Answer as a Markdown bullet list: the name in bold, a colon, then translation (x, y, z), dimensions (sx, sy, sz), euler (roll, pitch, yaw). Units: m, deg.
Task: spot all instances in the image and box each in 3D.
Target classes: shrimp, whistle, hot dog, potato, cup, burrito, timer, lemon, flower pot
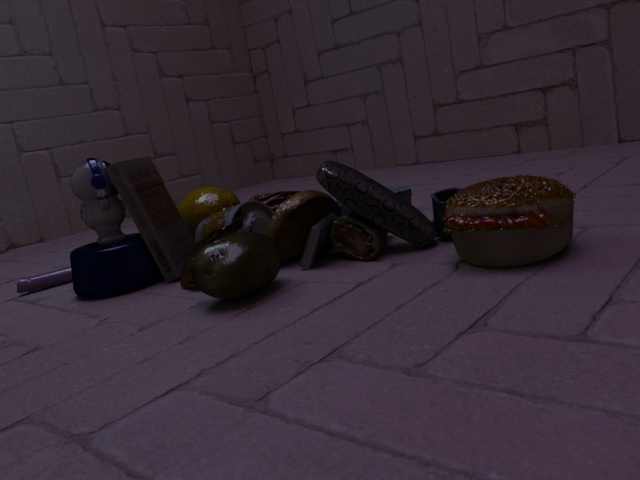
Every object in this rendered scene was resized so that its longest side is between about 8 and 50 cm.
- **shrimp**: translation (-0.303, 0.037, 1.483), dimensions (0.254, 0.059, 0.145), euler (-37, 21, 34)
- **whistle**: translation (0.163, -0.150, 1.999), dimensions (0.289, 0.164, 0.163), euler (-13, 12, -18)
- **hot dog**: translation (-0.116, -0.094, 1.797), dimensions (0.196, 0.122, 0.272), euler (-4, -17, 43)
- **potato**: translation (-0.186, 0.054, 1.325), dimensions (0.174, 0.159, 0.251), euler (23, 17, 25)
- **cup**: translation (-0.260, 0.007, 1.635), dimensions (0.226, 0.185, 0.241), euler (-6, 42, 45)
- **burrito**: translation (0.118, -0.034, 1.553), dimensions (0.143, 0.105, 0.299), euler (22, 20, 10)
- **timer**: translation (-0.620, -0.050, 1.636), dimensions (0.270, 0.384, 0.270), euler (-9, 12, 2)
- **lemon**: translation (-0.371, -0.066, 1.877), dimensions (0.263, 0.236, 0.236), euler (15, 26, 40)
- **flower pot**: translation (0.410, -0.078, 1.476), dimensions (0.229, 0.108, 0.103), euler (-6, 23, 8)

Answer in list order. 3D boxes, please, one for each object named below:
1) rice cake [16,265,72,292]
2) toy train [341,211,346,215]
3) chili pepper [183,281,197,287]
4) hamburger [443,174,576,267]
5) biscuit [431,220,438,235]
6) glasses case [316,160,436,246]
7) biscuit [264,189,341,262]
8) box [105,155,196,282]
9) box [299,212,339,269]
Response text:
- **rice cake**: translation (-0.862, 0.119, 1.863), dimensions (0.269, 0.055, 0.049), euler (-15, 17, -30)
- **toy train**: translation (0.117, -0.050, 1.765), dimensions (0.178, 0.071, 0.105), euler (-9, 19, 15)
- **chili pepper**: translation (-0.273, 0.101, 1.480), dimensions (0.178, 0.027, 0.045), euler (-17, 8, -24)
- **hamburger**: translation (0.415, -0.056, 1.243), dimensions (0.275, 0.179, 0.294), euler (-4, 13, 31)
- **biscuit**: translation (0.414, -0.052, 1.608), dimensions (0.230, 0.025, 0.131), euler (-13, 14, -12)
- **glasses case**: translation (0.148, -0.098, 1.477), dimensions (0.354, 0.085, 0.137), euler (32, 23, -4)
- **biscuit**: translation (-0.046, -0.045, 1.603), dimensions (0.274, 0.213, 0.091), euler (-11, 33, -41)
- **box**: translation (-0.481, -0.070, 1.662), dimensions (0.051, 0.365, 0.204), euler (-25, 8, 15)
- **box**: translation (0.000, 0.000, 1.520), dimensions (0.035, 0.115, 0.177), euler (21, 21, 12)
